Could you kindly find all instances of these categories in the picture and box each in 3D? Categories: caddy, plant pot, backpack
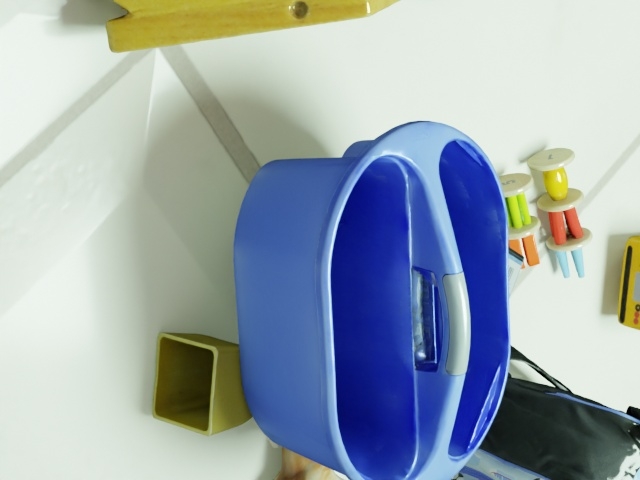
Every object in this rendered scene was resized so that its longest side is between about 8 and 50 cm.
[{"bbox_3d":[0.064,0.060,1.302,0.241,0.179,0.341,-16,110,-41],"label":"caddy"},{"bbox_3d":[-0.096,0.129,1.340,0.083,0.081,0.081,-1,99,-47],"label":"plant pot"},{"bbox_3d":[0.273,0.264,1.546,0.263,0.276,0.213,33,82,-44],"label":"backpack"}]

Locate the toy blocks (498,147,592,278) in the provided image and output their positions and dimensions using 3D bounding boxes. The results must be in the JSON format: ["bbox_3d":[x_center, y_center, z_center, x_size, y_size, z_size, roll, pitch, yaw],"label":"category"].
[{"bbox_3d":[0.244,-0.011,1.593,0.123,0.054,0.148,-30,116,-31],"label":"toy blocks"}]

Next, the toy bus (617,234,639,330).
[{"bbox_3d":[0.497,0.046,1.752,0.332,0.130,0.108,-2,100,-38],"label":"toy bus"}]

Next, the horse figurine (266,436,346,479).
[{"bbox_3d":[0.018,0.285,1.441,0.263,0.066,0.174,37,42,-31],"label":"horse figurine"}]

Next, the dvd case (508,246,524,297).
[{"bbox_3d":[0.099,0.091,1.480,0.180,0.022,0.253,30,76,-29],"label":"dvd case"}]

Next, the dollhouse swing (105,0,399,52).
[{"bbox_3d":[-0.056,-0.381,1.288,0.315,0.305,0.347,-8,108,6],"label":"dollhouse swing"}]
